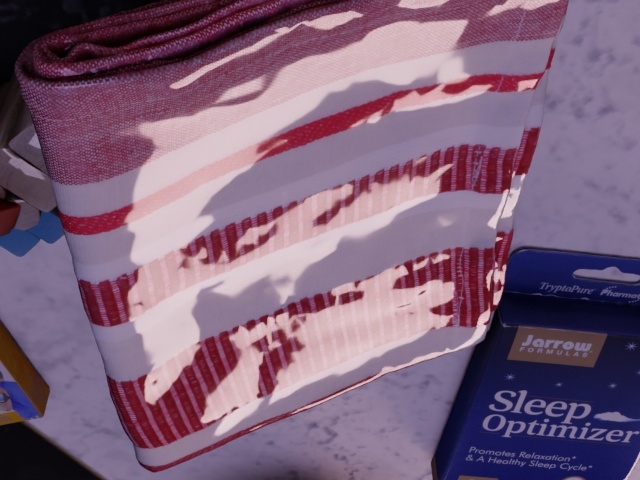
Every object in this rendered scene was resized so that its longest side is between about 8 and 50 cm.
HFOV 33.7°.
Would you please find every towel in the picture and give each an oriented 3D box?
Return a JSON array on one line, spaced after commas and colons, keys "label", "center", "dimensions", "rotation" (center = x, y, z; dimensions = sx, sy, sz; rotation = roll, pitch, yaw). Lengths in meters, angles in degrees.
[{"label": "towel", "center": [0.000, 0.000, 0.522], "dimensions": [0.237, 0.037, 0.329], "rotation": [-20, 146, -15]}]

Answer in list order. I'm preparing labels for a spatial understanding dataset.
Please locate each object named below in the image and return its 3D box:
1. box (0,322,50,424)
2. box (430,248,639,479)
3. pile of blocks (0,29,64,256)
[{"label": "box", "center": [-0.244, 0.073, 0.688], "dimensions": [0.081, 0.028, 0.136], "rotation": [-12, 133, 11]}, {"label": "box", "center": [0.166, 0.102, 0.715], "dimensions": [0.136, 0.036, 0.225], "rotation": [6, 131, -6]}, {"label": "pile of blocks", "center": [-0.149, -0.021, 0.545], "dimensions": [0.362, 0.112, 0.149], "rotation": [-7, 132, 6]}]
